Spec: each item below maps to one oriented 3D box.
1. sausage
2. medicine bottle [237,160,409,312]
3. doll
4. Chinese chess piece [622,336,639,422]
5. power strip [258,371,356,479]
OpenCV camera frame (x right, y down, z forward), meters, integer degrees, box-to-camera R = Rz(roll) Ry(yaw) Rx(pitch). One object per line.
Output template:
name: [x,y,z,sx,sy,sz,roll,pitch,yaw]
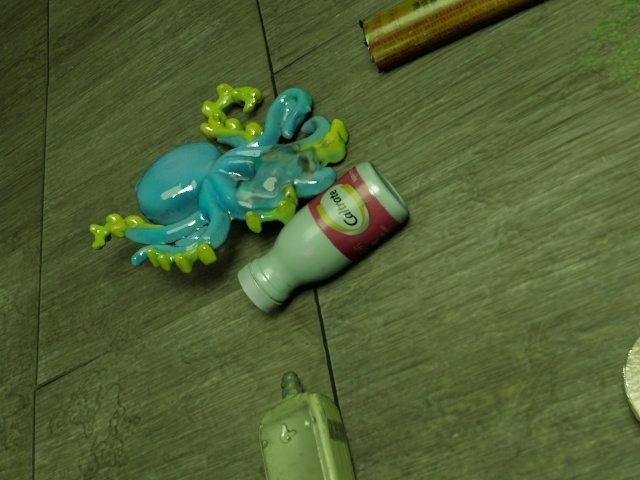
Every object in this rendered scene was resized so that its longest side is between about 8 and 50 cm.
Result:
sausage: [0.225,-0.322,0.966,0.372,0.082,0.082,-20,57,24]
medicine bottle: [0.000,0.000,0.938,0.217,0.090,0.090,-38,51,12]
doll: [-0.128,-0.083,1.070,0.341,0.098,0.346,7,54,30]
Chinese chess piece: [0.333,0.126,0.674,0.122,0.051,0.122,-17,57,29]
power strip: [0.005,0.315,0.791,0.092,0.066,0.387,-28,56,21]
